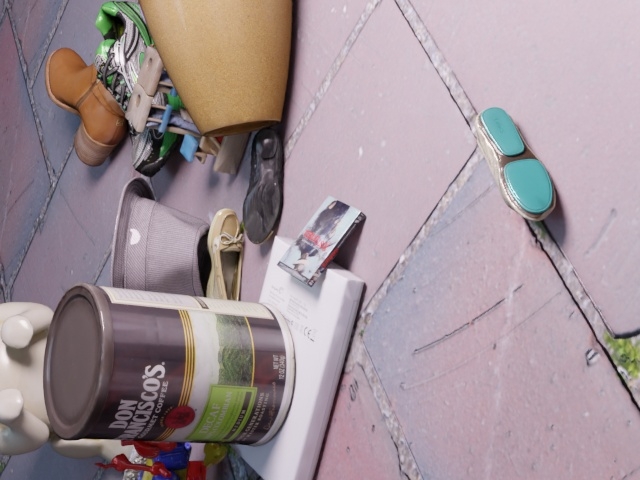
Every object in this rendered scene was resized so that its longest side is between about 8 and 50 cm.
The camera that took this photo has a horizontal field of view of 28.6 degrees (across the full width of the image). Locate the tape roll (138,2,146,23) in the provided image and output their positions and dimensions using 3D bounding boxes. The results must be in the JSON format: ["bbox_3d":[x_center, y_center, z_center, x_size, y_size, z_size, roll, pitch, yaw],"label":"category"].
[{"bbox_3d":[-0.205,-0.470,2.061,0.275,0.090,0.274,-17,70,55],"label":"tape roll"}]

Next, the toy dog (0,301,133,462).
[{"bbox_3d":[-0.547,0.226,2.152,0.395,0.408,0.284,-1,82,57],"label":"toy dog"}]

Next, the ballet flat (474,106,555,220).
[{"bbox_3d":[0.211,-0.075,1.360,0.052,0.057,0.168,92,167,-50],"label":"ballet flat"}]

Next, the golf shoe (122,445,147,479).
[{"bbox_3d":[-0.278,0.340,2.045,0.086,0.069,0.176,-124,51,-73],"label":"golf shoe"}]

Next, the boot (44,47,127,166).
[{"bbox_3d":[-0.422,-0.307,2.348,0.220,0.109,0.283,-52,45,41],"label":"boot"}]

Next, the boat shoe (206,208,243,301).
[{"bbox_3d":[-0.138,0.029,1.882,0.048,0.056,0.153,11,94,49],"label":"boat shoe"}]

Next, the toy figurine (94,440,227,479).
[{"bbox_3d":[-0.264,0.325,1.889,0.362,0.191,0.217,-121,34,-60],"label":"toy figurine"}]

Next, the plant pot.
[{"bbox_3d":[-0.137,-0.285,1.819,0.237,0.237,0.254,-13,88,56],"label":"plant pot"}]

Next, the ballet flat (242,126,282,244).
[{"bbox_3d":[-0.078,-0.079,1.827,0.049,0.058,0.173,26,-109,-81],"label":"ballet flat"}]

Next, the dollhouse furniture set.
[{"bbox_3d":[-0.202,-0.207,1.959,0.183,0.129,0.129,47,123,52],"label":"dollhouse furniture set"}]

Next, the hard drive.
[{"bbox_3d":[-0.041,0.169,1.705,0.203,0.040,0.307,30,109,56],"label":"hard drive"}]

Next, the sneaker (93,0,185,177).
[{"bbox_3d":[-0.321,-0.260,2.147,0.134,0.146,0.343,-44,49,45],"label":"sneaker"}]

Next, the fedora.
[{"bbox_3d":[-0.233,0.033,1.909,0.275,0.124,0.243,93,-178,-64],"label":"fedora"}]

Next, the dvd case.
[{"bbox_3d":[0.000,0.000,1.654,0.119,0.013,0.087,-54,34,-4],"label":"dvd case"}]

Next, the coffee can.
[{"bbox_3d":[-0.201,0.168,1.662,0.201,0.275,0.201,-18,69,55],"label":"coffee can"}]
